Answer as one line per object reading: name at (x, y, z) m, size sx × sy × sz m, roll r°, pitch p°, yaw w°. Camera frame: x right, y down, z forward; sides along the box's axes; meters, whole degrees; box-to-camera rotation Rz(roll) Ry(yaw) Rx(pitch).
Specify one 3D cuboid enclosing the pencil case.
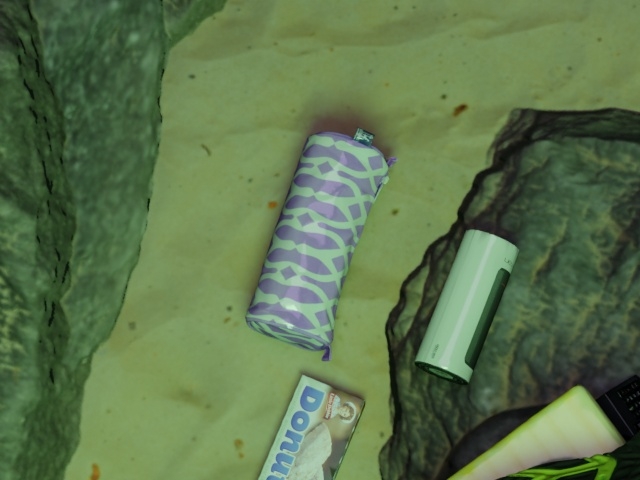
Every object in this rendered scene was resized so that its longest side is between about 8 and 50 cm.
pencil case at (0.000, 0.000, 1.593) m, size 0.088 × 0.086 × 0.206 m, roll 24°, pitch 79°, yaw -17°

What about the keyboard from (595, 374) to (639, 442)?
keyboard at (0.320, 0.205, 1.530) m, size 0.100 × 0.038 × 0.192 m, roll -23°, pitch 73°, yaw -46°

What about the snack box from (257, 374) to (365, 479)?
snack box at (-0.021, 0.216, 1.570) m, size 0.064 × 0.022 × 0.178 m, roll 21°, pitch 79°, yaw 8°

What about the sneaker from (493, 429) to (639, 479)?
sneaker at (0.279, 0.225, 1.326) m, size 0.384 × 0.145 × 0.147 m, roll -15°, pitch 107°, yaw -5°

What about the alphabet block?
alphabet block at (0.198, 0.264, 1.467) m, size 0.192 × 0.193 × 0.197 m, roll -36°, pitch 78°, yaw -8°

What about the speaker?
speaker at (0.134, 0.060, 1.586) m, size 0.055 × 0.055 × 0.136 m, roll 21°, pitch 78°, yaw 6°
